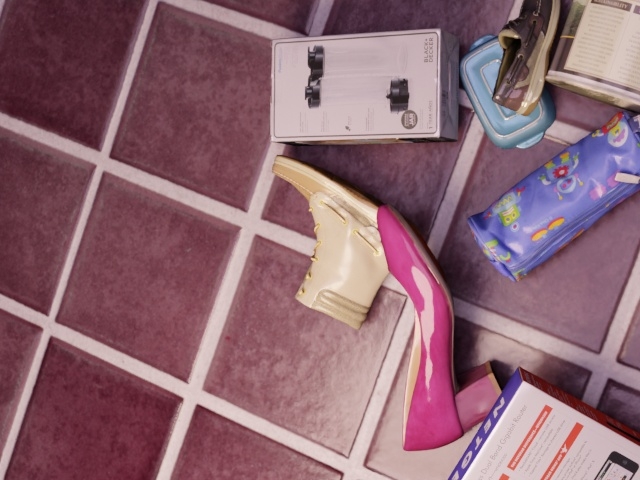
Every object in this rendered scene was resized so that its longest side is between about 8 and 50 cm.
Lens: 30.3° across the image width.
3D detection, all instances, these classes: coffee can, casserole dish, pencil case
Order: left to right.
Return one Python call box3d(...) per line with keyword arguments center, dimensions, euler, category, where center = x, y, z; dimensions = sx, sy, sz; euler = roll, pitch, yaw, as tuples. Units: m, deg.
box3d(center=(0.281, -0.230, 1.805), dimensions=(0.114, 0.037, 0.188), euler=(-28, 82, 19), category="casserole dish")
box3d(center=(0.364, -0.062, 1.726), dimensions=(0.306, 0.133, 0.119), euler=(-36, 119, 18), category="pencil case")
box3d(center=(0.454, -0.326, 1.652), dimensions=(0.201, 0.201, 0.275), euler=(21, 97, 19), category="coffee can")

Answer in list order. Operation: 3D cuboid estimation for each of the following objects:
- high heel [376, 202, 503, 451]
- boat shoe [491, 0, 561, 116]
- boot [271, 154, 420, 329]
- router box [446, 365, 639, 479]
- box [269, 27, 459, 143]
box3d(center=(0.129, 0.139, 1.784), dimensions=(0.181, 0.127, 0.377), euler=(-27, 93, 9), category="high heel")
box3d(center=(0.300, -0.296, 1.744), dimensions=(0.073, 0.080, 0.224), euler=(15, 75, -14), category="boat shoe")
box3d(center=(0.000, 0.000, 1.877), dimensions=(0.262, 0.095, 0.203), euler=(32, 100, 7), category="boot")
box3d(center=(0.335, 0.401, 1.714), dimensions=(0.301, 0.082, 0.335), euler=(30, 101, -1), category="router box")
box3d(center=(0.067, -0.236, 1.843), dimensions=(0.290, 0.087, 0.169), euler=(0, 90, 26), category="box")
